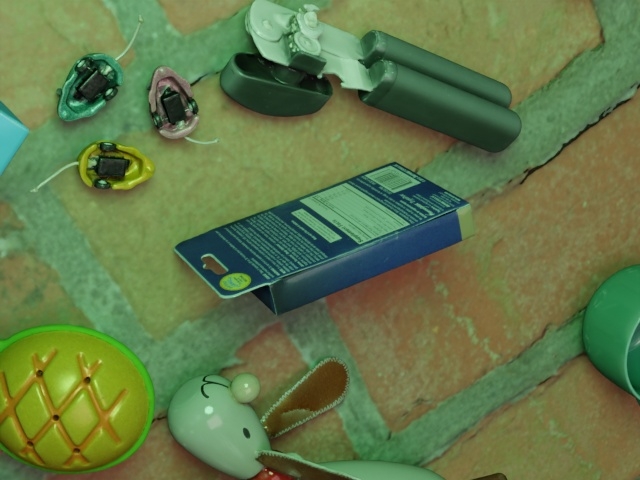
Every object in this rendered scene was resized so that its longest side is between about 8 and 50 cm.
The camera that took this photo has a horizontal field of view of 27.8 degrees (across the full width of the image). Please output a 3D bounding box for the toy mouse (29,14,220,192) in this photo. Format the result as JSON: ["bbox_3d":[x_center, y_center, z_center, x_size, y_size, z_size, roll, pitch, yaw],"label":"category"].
[{"bbox_3d":[-0.156,-0.113,1.042,0.161,0.031,0.143,-3,110,-25],"label":"toy mouse"}]

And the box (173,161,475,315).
[{"bbox_3d":[0.000,0.000,1.099,0.225,0.136,0.036,-20,116,-18],"label":"box"}]

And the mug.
[{"bbox_3d":[0.327,0.102,1.319,0.129,0.097,0.157,15,102,-30],"label":"mug"}]

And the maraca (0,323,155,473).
[{"bbox_3d":[-0.229,0.128,1.061,0.186,0.099,0.127,8,97,-2],"label":"maraca"}]

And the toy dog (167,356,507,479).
[{"bbox_3d":[0.038,0.212,1.172,0.334,0.220,0.161,27,117,-40],"label":"toy dog"}]

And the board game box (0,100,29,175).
[{"bbox_3d":[-0.337,0.011,0.878,0.064,0.242,0.316,33,93,-33],"label":"board game box"}]

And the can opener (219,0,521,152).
[{"bbox_3d":[0.047,-0.136,1.122,0.280,0.074,0.093,13,136,-28],"label":"can opener"}]
